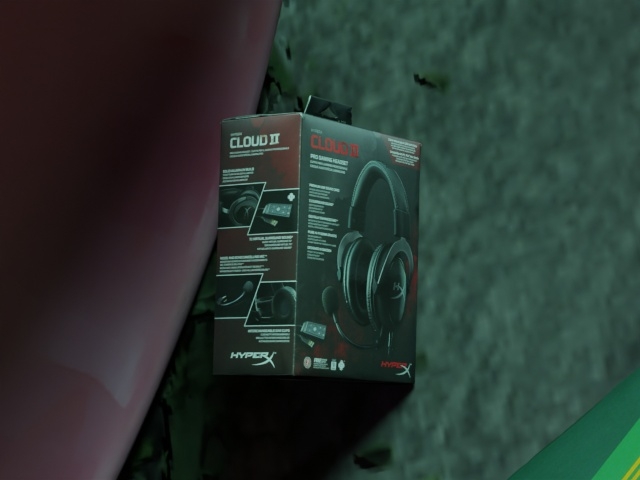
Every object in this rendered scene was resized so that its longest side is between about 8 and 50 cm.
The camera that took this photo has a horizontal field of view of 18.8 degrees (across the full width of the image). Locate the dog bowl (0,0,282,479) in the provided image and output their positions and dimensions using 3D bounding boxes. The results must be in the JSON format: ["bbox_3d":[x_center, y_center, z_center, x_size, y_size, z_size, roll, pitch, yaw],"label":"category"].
[{"bbox_3d":[-0.134,-0.011,0.485,0.150,0.408,0.408,22,98,10],"label":"dog bowl"}]

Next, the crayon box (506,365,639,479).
[{"bbox_3d":[0.110,0.105,0.360,0.165,0.081,0.278,-45,16,24],"label":"crayon box"}]

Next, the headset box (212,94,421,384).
[{"bbox_3d":[0.000,0.000,0.571,0.032,0.062,0.083,-1,83,36],"label":"headset box"}]
